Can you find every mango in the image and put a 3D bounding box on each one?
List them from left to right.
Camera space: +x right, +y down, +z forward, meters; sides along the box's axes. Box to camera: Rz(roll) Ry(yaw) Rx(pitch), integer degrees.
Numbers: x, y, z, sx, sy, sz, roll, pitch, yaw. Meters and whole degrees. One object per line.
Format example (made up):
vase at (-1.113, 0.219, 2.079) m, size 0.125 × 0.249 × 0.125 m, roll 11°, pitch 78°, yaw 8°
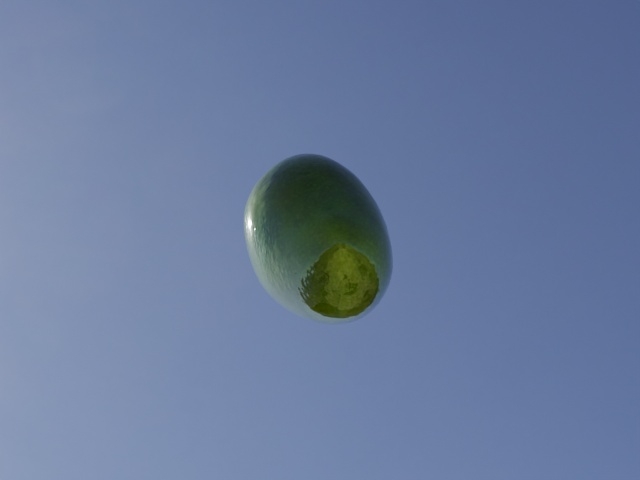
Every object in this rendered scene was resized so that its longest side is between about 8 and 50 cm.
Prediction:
mango at (0.000, 0.000, 1.567) m, size 0.156 × 0.343 × 0.192 m, roll -18°, pitch -79°, yaw -10°
